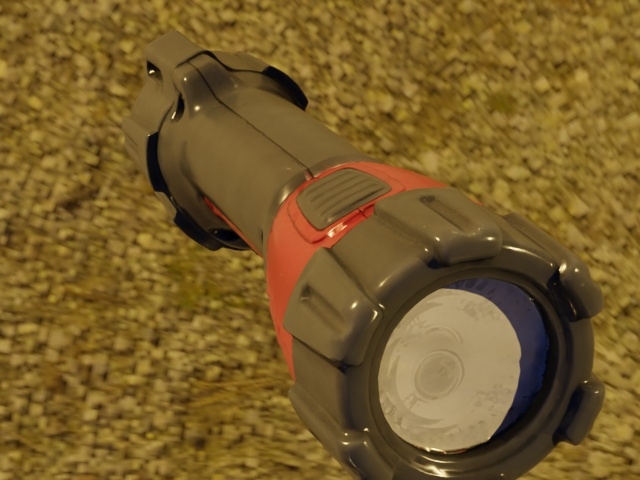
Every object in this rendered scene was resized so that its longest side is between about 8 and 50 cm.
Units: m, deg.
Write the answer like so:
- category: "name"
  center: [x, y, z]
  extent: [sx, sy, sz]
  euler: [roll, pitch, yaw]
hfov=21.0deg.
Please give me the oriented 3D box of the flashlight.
- category: "flashlight"
  center: [0.000, 0.000, 0.671]
  extent: [0.103, 0.304, 0.103]
  euler: [17, 99, -23]
